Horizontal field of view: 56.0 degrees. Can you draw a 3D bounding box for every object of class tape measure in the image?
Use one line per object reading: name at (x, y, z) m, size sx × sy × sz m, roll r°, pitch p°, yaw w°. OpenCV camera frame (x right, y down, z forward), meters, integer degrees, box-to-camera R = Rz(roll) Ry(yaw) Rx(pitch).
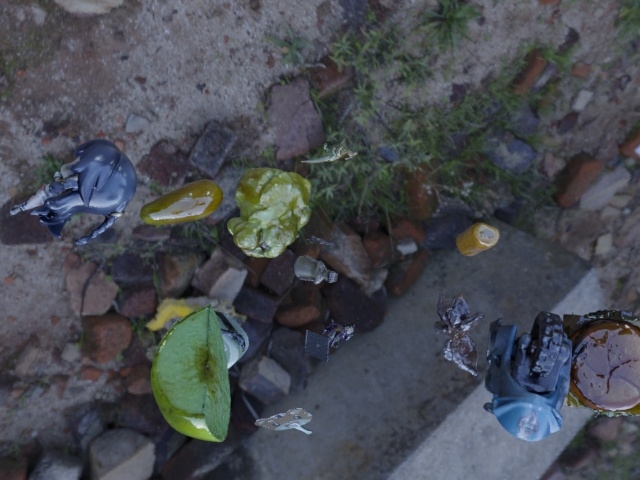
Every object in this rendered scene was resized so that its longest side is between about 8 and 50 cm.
tape measure at (-0.374, 0.337, 2.086) m, size 0.235 × 0.115 × 0.207 m, roll 46°, pitch 123°, yaw 0°

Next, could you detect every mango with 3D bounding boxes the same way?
mango at (-0.367, -0.096, 1.607) m, size 0.227 × 0.136 × 0.099 m, roll -19°, pitch 92°, yaw -21°

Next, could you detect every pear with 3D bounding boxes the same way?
pear at (-0.275, 0.325, 1.343) m, size 0.139 × 0.288 × 0.239 m, roll -13°, pitch 139°, yaw 7°

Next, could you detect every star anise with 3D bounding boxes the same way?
star anise at (0.322, 0.216, 1.458) m, size 0.063 × 0.172 × 0.208 m, roll -15°, pitch 124°, yaw -20°

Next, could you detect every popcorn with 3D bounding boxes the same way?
popcorn at (-0.148, -0.075, 1.731) m, size 0.225 × 0.277 × 0.277 m, roll 4°, pitch 138°, yaw 29°

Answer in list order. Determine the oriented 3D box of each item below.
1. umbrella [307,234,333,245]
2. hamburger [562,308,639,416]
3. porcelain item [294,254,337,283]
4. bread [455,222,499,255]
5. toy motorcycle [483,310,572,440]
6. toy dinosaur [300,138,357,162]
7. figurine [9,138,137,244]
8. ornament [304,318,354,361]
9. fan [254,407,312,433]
umbrella at (-0.001, 0.002, 1.757) m, size 0.083 × 0.031 × 0.020 m, roll 15°, pitch 95°, yaw -18°
hamburger at (0.629, 0.271, 1.334) m, size 0.261 × 0.243 × 0.138 m, roll 7°, pitch 175°, yaw 12°
porcelain item at (-0.010, 0.101, 1.967) m, size 0.054 × 0.213 × 0.084 m, roll 3°, pitch 96°, yaw -33°
bread at (0.503, 0.002, 1.954) m, size 0.092 × 0.239 × 0.074 m, roll 19°, pitch 80°, yaw 1°
toy motorcycle at (0.404, 0.291, 1.224) m, size 0.172 × 0.232 × 0.416 m, roll 14°, pitch 161°, yaw 9°
toy dinosaur at (0.018, -0.169, 1.162) m, size 0.113 × 0.026 × 0.041 m, roll -9°, pitch 136°, yaw -14°
figurine at (-0.548, -0.110, 1.379) m, size 0.265 × 0.175 × 0.197 m, roll -43°, pitch 135°, yaw 9°
ornament at (0.050, 0.283, 1.798) m, size 0.203 × 0.081 × 0.088 m, roll -15°, pitch 118°, yaw -48°
fan at (-0.079, 0.519, 1.702) m, size 0.152 × 0.008 × 0.227 m, roll -22°, pitch 144°, yaw 14°
